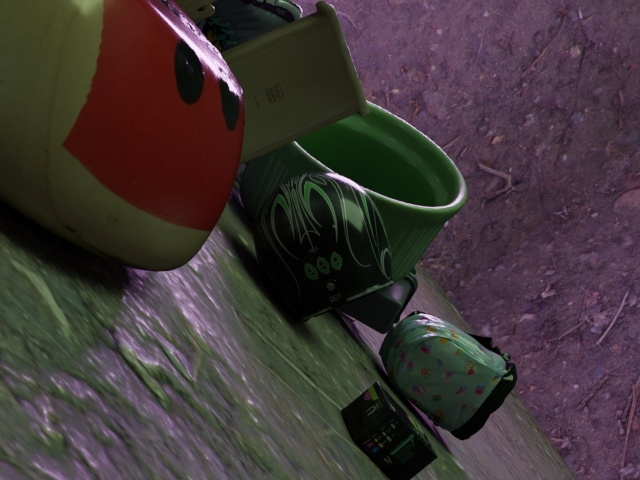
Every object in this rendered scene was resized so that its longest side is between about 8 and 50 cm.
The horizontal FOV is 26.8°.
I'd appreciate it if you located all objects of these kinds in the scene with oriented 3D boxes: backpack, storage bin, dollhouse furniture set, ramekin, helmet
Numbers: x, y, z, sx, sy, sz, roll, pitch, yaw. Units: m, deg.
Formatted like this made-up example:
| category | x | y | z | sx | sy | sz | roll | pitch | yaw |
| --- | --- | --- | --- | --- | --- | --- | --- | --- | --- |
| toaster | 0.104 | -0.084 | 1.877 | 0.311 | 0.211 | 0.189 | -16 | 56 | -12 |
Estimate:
| category | x | y | z | sx | sy | sz | roll | pitch | yaw |
| --- | --- | --- | --- | --- | --- | --- | --- | --- | --- |
| backpack | 0.173 | 0.181 | 1.884 | 0.182 | 0.152 | 0.115 | 37 | 2 | -16 |
| storage bin | 0.058 | 0.076 | 1.891 | 0.135 | 0.098 | 0.091 | 30 | 21 | -1 |
| dollhouse furniture set | -0.112 | -0.255 | 1.632 | 0.286 | 0.198 | 0.303 | 70 | -10 | -26 |
| ramekin | 0.036 | -0.073 | 1.863 | 0.303 | 0.148 | 0.303 | 22 | 27 | -12 |
| helmet | 0.000 | 0.000 | 1.571 | 0.169 | 0.169 | 0.162 | 3 | 64 | -82 |

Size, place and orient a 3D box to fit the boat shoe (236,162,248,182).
| category | x | y | z | sx | sy | sz | roll | pitch | yaw |
| --- | --- | --- | --- | --- | --- | --- | --- | --- | --- |
| boat shoe | -0.151 | -0.215 | 2.059 | 0.301 | 0.102 | 0.108 | 54 | 7 | 31 |

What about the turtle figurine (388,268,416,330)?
| category | x | y | z | sx | sy | sz | roll | pitch | yaw |
| --- | --- | --- | --- | --- | --- | --- | --- | --- | --- |
| turtle figurine | 0.050 | 0.031 | 2.041 | 0.234 | 0.118 | 0.175 | 47 | -39 | 49 |

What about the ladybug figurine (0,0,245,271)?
| category | x | y | z | sx | sy | sz | roll | pitch | yaw |
| --- | --- | --- | --- | --- | --- | --- | --- | --- | --- |
| ladybug figurine | -0.179 | -0.129 | 0.983 | 0.305 | 0.162 | 0.449 | 52 | 6 | 18 |

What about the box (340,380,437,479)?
| category | x | y | z | sx | sy | sz | roll | pitch | yaw |
| --- | --- | --- | --- | --- | --- | --- | --- | --- | --- |
| box | 0.071 | 0.199 | 1.388 | 0.083 | 0.052 | 0.062 | 47 | 5 | -25 |

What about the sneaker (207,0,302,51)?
| category | x | y | z | sx | sy | sz | roll | pitch | yaw |
| --- | --- | --- | --- | --- | --- | --- | --- | --- | --- |
| sneaker | -0.121 | -0.290 | 1.719 | 0.223 | 0.098 | 0.083 | 19 | 3 | -40 |

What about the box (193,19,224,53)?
| category | x | y | z | sx | sy | sz | roll | pitch | yaw |
| --- | --- | --- | --- | --- | --- | --- | --- | --- | --- |
| box | -0.227 | -0.327 | 1.843 | 0.257 | 0.079 | 0.322 | 20 | -22 | 53 |
